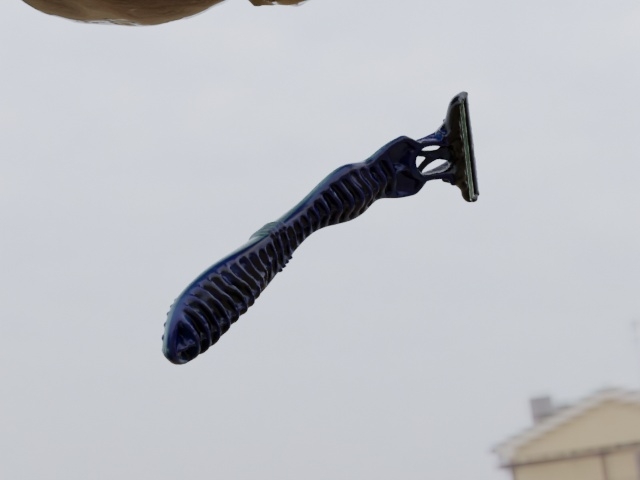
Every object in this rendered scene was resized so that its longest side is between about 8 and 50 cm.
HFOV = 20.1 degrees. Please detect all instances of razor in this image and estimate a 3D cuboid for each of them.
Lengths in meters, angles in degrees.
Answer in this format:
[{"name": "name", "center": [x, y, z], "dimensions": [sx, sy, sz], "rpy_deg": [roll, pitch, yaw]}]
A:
[{"name": "razor", "center": [-0.003, -0.002, 0.630], "dimensions": [0.028, 0.044, 0.154], "rpy_deg": [21, 44, 41]}]

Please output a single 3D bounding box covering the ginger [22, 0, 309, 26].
[{"name": "ginger", "center": [-0.007, -0.254, 0.721], "dimensions": [0.418, 0.254, 0.176], "rpy_deg": [-46, 13, -4]}]
